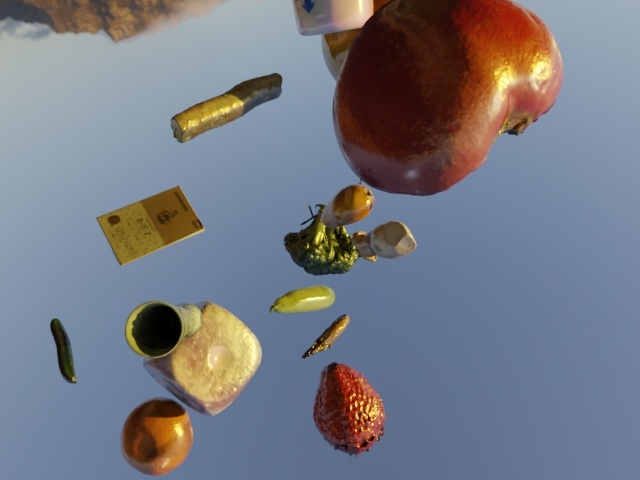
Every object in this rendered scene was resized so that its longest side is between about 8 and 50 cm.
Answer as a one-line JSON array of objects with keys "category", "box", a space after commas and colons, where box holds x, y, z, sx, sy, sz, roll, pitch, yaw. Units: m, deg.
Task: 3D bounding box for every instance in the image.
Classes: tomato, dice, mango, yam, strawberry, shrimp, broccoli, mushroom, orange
[{"category": "tomato", "box": [0.109, -0.171, 0.421, 0.233, 0.139, 0.200, -44, -133, -6]}, {"category": "dice", "box": [-0.379, 0.376, 1.347, 0.271, 0.270, 0.270, -20, -154, 53]}, {"category": "mango", "box": [0.068, -0.083, 1.034, 0.115, 0.090, 0.178, -36, -179, -20]}, {"category": "yam", "box": [-0.210, -0.319, 0.977, 0.317, 0.071, 0.067, -38, -94, -31]}, {"category": "strawberry", "box": [0.085, 0.569, 1.439, 0.251, 0.287, 0.239, -14, 178, 17]}, {"category": "shrimp", "box": [0.023, 0.383, 1.603, 0.262, 0.117, 0.066, -37, -100, -30]}, {"category": "broccoli", "box": [0.000, 0.000, 1.597, 0.304, 0.282, 0.321, 1, -167, -39]}, {"category": "mushroom", "box": [0.153, 0.003, 1.024, 0.213, 0.097, 0.088, -9, -112, 63]}, {"category": "orange", "box": [-0.527, 0.632, 1.358, 0.241, 0.239, 0.171, -8, 180, 10]}]

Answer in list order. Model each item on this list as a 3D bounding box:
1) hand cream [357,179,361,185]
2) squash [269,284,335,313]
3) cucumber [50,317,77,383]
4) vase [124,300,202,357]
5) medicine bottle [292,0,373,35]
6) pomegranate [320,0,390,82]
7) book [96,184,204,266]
[{"category": "hand cream", "box": [0.138, -0.207, 1.623, 0.039, 0.163, 0.062, 20, -134, -5]}, {"category": "squash", "box": [-0.083, 0.266, 1.862, 0.371, 0.118, 0.118, -3, -154, -42]}, {"category": "cucumber", "box": [-0.587, 0.247, 0.951, 0.036, 0.033, 0.184, -53, -126, 21]}, {"category": "vase", "box": [-0.287, 0.161, 0.804, 0.096, 0.219, 0.095, 0, -97, -4]}, {"category": "medicine bottle", "box": [0.012, -0.512, 0.743, 0.152, 0.254, 0.152, -7, -154, 4]}, {"category": "pomegranate", "box": [0.167, -0.498, 1.032, 0.411, 0.409, 0.409, -9, -139, 8]}, {"category": "book", "box": [-0.389, -0.038, 0.956, 0.199, 0.016, 0.138, -27, -108, -23]}]
